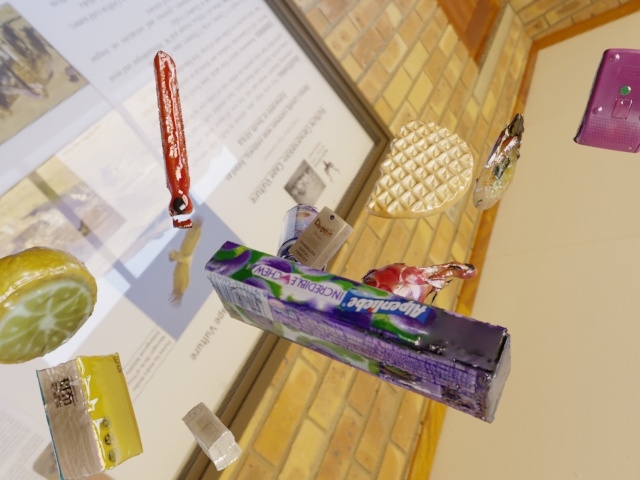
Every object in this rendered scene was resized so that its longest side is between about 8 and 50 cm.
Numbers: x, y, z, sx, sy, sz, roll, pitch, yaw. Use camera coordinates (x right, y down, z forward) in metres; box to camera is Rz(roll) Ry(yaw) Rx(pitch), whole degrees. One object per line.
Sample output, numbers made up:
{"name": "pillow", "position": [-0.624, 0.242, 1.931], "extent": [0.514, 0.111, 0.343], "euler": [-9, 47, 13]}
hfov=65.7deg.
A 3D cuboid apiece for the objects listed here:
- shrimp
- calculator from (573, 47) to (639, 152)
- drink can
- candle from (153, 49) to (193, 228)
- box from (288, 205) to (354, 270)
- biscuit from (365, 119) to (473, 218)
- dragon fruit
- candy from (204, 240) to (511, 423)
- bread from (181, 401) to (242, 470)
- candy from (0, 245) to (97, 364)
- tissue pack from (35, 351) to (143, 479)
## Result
{"name": "shrimp", "position": [0.450, -0.193, 1.249], "extent": [0.145, 0.267, 0.061], "euler": [-14, -136, -35]}
{"name": "calculator", "position": [0.586, -0.269, 0.962], "extent": [0.127, 0.190, 0.034], "euler": [14, -150, 16]}
{"name": "drink can", "position": [-0.036, 0.002, 0.990], "extent": [0.097, 0.097, 0.235], "euler": [-38, -165, 11]}
{"name": "candle", "position": [-0.270, -0.184, 0.909], "extent": [0.048, 0.329, 0.051], "euler": [-8, -177, -42]}
{"name": "box", "position": [0.000, 0.000, 0.672], "extent": [0.083, 0.024, 0.053], "euler": [-49, -131, 4]}
{"name": "biscuit", "position": [0.236, -0.162, 1.108], "extent": [0.205, 0.040, 0.309], "euler": [14, -124, 19]}
{"name": "dragon fruit", "position": [0.136, 0.071, 0.724], "extent": [0.191, 0.094, 0.094], "euler": [-15, -165, -16]}
{"name": "candy", "position": [0.023, 0.079, 0.487], "extent": [0.312, 0.088, 0.061], "euler": [17, -129, 29]}
{"name": "bread", "position": [-0.294, 0.524, 1.335], "extent": [0.077, 0.105, 0.152], "euler": [-35, -140, -26]}
{"name": "candy", "position": [-0.591, 0.133, 1.019], "extent": [0.260, 0.118, 0.260], "euler": [-43, 156, -24]}
{"name": "tissue pack", "position": [-0.341, 0.258, 0.747], "extent": [0.082, 0.169, 0.120], "euler": [-21, 168, 3]}
